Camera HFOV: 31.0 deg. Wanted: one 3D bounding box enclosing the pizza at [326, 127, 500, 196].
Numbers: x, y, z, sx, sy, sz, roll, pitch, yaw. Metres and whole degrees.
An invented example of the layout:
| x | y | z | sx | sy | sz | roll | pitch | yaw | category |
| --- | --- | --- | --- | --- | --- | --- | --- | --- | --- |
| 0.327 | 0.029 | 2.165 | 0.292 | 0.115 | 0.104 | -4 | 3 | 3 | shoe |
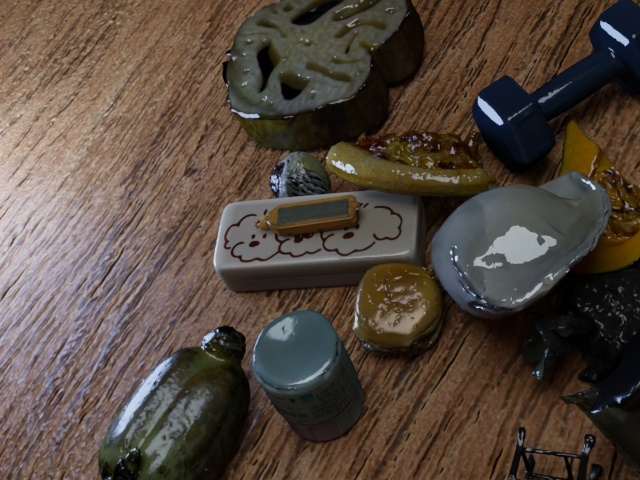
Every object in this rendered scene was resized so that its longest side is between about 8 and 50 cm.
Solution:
| x | y | z | sx | sy | sz | roll | pitch | yaw | category |
| --- | --- | --- | --- | --- | --- | --- | --- | --- | --- |
| 0.166 | -0.136 | 1.856 | 0.289 | 0.082 | 0.228 | 11 | 23 | 31 | pizza |

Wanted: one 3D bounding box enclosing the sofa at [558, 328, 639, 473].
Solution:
| x | y | z | sx | sy | sz | roll | pitch | yaw | category |
| --- | --- | --- | --- | --- | --- | --- | --- | --- | --- |
| 0.466 | 0.184 | 1.450 | 0.258 | 0.200 | 0.182 | -47 | 12 | -18 | sofa |

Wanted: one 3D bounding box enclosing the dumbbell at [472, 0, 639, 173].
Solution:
| x | y | z | sx | sy | sz | roll | pitch | yaw | category |
| --- | --- | --- | --- | --- | --- | --- | --- | --- | --- |
| 0.408 | -0.249 | 1.869 | 0.324 | 0.144 | 0.160 | -32 | 53 | -7 | dumbbell |

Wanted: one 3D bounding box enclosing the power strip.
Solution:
| x | y | z | sx | sy | sz | roll | pitch | yaw | category |
| --- | --- | --- | --- | --- | --- | --- | --- | --- | --- |
| -0.021 | -0.037 | 1.832 | 0.178 | 0.028 | 0.049 | -7 | 53 | 14 | power strip |

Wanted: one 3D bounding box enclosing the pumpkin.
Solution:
| x | y | z | sx | sy | sz | roll | pitch | yaw | category |
| --- | --- | --- | --- | --- | --- | --- | --- | --- | --- |
| 0.410 | -0.036 | 1.749 | 0.163 | 0.111 | 0.278 | -41 | 49 | 12 | pumpkin |

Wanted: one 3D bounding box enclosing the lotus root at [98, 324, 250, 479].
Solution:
| x | y | z | sx | sy | sz | roll | pitch | yaw | category |
| --- | --- | --- | --- | --- | --- | --- | --- | --- | --- |
| -0.200 | 0.264 | 1.692 | 0.173 | 0.173 | 0.309 | 21 | 64 | 31 | lotus root |

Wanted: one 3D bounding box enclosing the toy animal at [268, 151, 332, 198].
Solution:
| x | y | z | sx | sy | sz | roll | pitch | yaw | category |
| --- | --- | --- | --- | --- | --- | --- | --- | --- | --- |
| -0.026 | -0.084 | 1.935 | 0.098 | 0.098 | 0.137 | -36 | 73 | -9 | toy animal |

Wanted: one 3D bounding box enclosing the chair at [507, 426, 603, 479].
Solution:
| x | y | z | sx | sy | sz | roll | pitch | yaw | category |
| --- | --- | --- | --- | --- | --- | --- | --- | --- | --- |
| 0.280 | 0.365 | 1.478 | 0.113 | 0.106 | 0.229 | 5 | 58 | 25 | chair |

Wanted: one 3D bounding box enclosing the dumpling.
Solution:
| x | y | z | sx | sy | sz | roll | pitch | yaw | category |
| --- | --- | --- | --- | --- | --- | --- | --- | --- | --- |
| 0.286 | -0.002 | 1.658 | 0.260 | 0.341 | 0.181 | -35 | 80 | 3 | dumpling |

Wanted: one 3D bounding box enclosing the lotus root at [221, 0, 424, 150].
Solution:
| x | y | z | sx | sy | sz | roll | pitch | yaw | category |
| --- | --- | --- | --- | --- | --- | --- | --- | --- | --- |
| -0.007 | -0.336 | 2.106 | 0.375 | 0.111 | 0.390 | 31 | 72 | 36 | lotus root |

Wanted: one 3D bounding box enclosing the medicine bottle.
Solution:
| x | y | z | sx | sy | sz | roll | pitch | yaw | category |
| --- | --- | --- | --- | --- | --- | --- | --- | --- | --- |
| -0.014 | 0.199 | 1.663 | 0.135 | 0.168 | 0.135 | -10 | 53 | 13 | medicine bottle |

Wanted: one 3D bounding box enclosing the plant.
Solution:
| x | y | z | sx | sy | sz | roll | pitch | yaw | category |
| --- | --- | --- | --- | --- | --- | --- | --- | --- | --- |
| 0.379 | 0.122 | 1.602 | 0.203 | 0.142 | 0.131 | -18 | 66 | 0 | plant |

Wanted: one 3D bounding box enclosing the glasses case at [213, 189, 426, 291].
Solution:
| x | y | z | sx | sy | sz | roll | pitch | yaw | category |
| --- | --- | --- | --- | --- | --- | --- | --- | --- | --- |
| 0.000 | 0.000 | 1.867 | 0.336 | 0.076 | 0.144 | -5 | 53 | 16 | glasses case |

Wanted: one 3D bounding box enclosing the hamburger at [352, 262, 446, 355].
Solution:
| x | y | z | sx | sy | sz | roll | pitch | yaw | category |
| --- | --- | --- | --- | --- | --- | --- | --- | --- | --- |
| 0.120 | 0.103 | 1.744 | 0.138 | 0.083 | 0.147 | 4 | 59 | 16 | hamburger |
